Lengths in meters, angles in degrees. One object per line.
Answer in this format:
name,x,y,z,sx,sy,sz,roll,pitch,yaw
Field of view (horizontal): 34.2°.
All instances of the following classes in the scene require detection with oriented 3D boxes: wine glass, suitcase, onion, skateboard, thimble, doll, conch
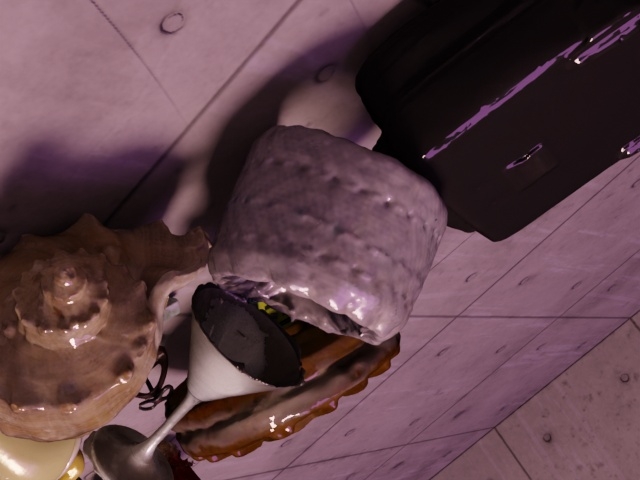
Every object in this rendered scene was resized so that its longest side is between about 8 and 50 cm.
wine glass,-0.144,0.176,1.134,0.232,0.156,0.156,-48,153,19
suitcase,0.223,-0.155,1.108,0.339,0.188,0.345,-38,156,12
onion,-0.252,0.382,1.598,0.184,0.147,0.184,11,162,3
skateboard,-0.248,0.189,1.290,0.151,0.080,0.067,-35,150,-3
thimble,0.000,0.000,1.041,0.245,0.217,0.157,0,-117,64
doll,-0.360,0.192,1.107,0.117,0.141,0.296,-26,150,26
conch,-0.227,0.073,0.988,0.263,0.186,0.324,-39,-179,-26

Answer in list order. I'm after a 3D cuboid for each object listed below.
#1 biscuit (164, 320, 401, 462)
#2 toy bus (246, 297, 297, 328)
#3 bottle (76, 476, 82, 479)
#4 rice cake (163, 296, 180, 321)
biscuit,-0.047,0.169,1.334,0.332,0.103,0.332,-26,-175,2
toy bus,-0.058,0.041,1.244,0.101,0.088,0.175,-29,155,-12
bottle,-0.373,0.313,1.302,0.143,0.156,0.271,0,153,4
rice cake,-0.240,0.105,1.206,0.171,0.029,0.033,-24,151,-19
